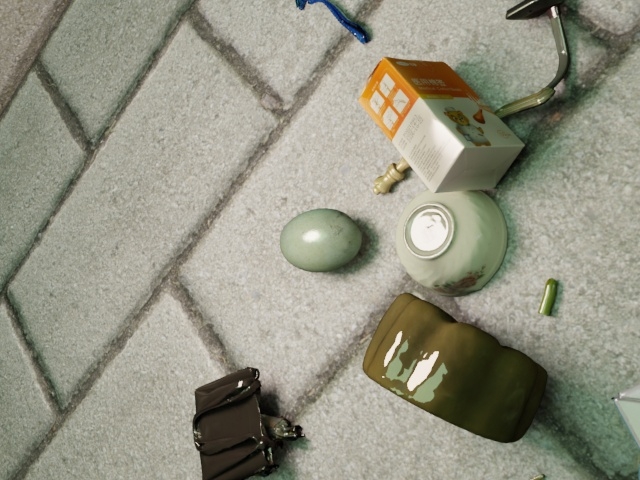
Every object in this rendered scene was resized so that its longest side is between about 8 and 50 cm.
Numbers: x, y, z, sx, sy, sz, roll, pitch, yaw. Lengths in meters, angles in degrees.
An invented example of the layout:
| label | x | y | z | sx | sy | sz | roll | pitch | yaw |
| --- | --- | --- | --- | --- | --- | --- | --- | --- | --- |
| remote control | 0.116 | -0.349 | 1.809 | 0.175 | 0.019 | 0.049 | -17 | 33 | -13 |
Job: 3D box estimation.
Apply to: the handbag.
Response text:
| label | x | y | z | sx | sy | sz | roll | pitch | yaw |
| --- | --- | --- | --- | --- | --- | --- | --- | --- | --- |
| handbag | -0.233 | 0.499 | 1.985 | 0.257 | 0.113 | 0.285 | -31 | 58 | 36 |

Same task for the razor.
| label | x | y | z | sx | sy | sz | roll | pitch | yaw |
| --- | --- | --- | --- | --- | --- | --- | --- | --- | --- |
| razor | 0.039 | -0.656 | 2.134 | 0.056 | 0.093 | 0.324 | -38 | 57 | -17 |

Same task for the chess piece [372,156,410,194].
| label | x | y | z | sx | sy | sz | roll | pitch | yaw |
| --- | --- | --- | --- | --- | --- | --- | --- | --- | --- |
| chess piece | 0.199 | -0.180 | 1.907 | 0.172 | 0.060 | 0.060 | -44 | 58 | 26 |

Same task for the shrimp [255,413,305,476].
| label | x | y | z | sx | sy | sz | roll | pitch | yaw |
| --- | --- | --- | --- | --- | --- | --- | --- | --- | --- |
| shrimp | -0.162 | 0.559 | 2.013 | 0.289 | 0.075 | 0.178 | 2 | 85 | 38 |

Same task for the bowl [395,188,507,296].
| label | x | y | z | sx | sy | sz | roll | pitch | yaw |
| --- | --- | --- | --- | --- | --- | --- | --- | --- | --- |
| bowl | 0.289 | -0.011 | 1.752 | 0.277 | 0.145 | 0.277 | -11 | 72 | 35 |

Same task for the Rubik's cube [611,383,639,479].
| label | x | y | z | sx | sy | sz | roll | pitch | yaw |
| --- | --- | --- | --- | --- | --- | --- | --- | --- | --- |
| Rubik's cube | 0.694 | 0.327 | 1.223 | 0.368 | 0.387 | 0.358 | 0 | 82 | 33 |

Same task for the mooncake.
| label | x | y | z | sx | sy | sz | roll | pitch | yaw |
| --- | --- | --- | --- | --- | --- | --- | --- | --- | --- |
| mooncake | 0.285 | 0.265 | 1.560 | 0.378 | 0.378 | 0.200 | 23 | 88 | 38 |

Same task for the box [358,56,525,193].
| label | x | y | z | sx | sy | sz | roll | pitch | yaw |
| --- | --- | --- | --- | --- | --- | --- | --- | --- | --- |
| box | 0.278 | -0.279 | 1.744 | 0.341 | 0.225 | 0.143 | 55 | 134 | 31 |

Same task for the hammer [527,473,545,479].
| label | x | y | z | sx | sy | sz | roll | pitch | yaw |
| --- | --- | --- | --- | --- | --- | --- | --- | --- | --- |
| hammer | 0.404 | 0.544 | 1.623 | 0.195 | 0.028 | 0.060 | -35 | 55 | 23 |

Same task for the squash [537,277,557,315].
| label | x | y | z | sx | sy | sz | roll | pitch | yaw |
| --- | --- | --- | --- | --- | --- | --- | --- | --- | --- |
| squash | 0.503 | 0.124 | 1.631 | 0.027 | 0.027 | 0.083 | 16 | 90 | 38 |

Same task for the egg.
| label | x | y | z | sx | sy | sz | roll | pitch | yaw |
| --- | --- | --- | --- | --- | --- | --- | --- | --- | --- |
| egg | 0.000 | 0.000 | 1.946 | 0.237 | 0.169 | 0.169 | -10 | 75 | 33 |

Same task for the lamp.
| label | x | y | z | sx | sy | sz | roll | pitch | yaw |
| --- | --- | --- | --- | --- | --- | --- | --- | --- | --- |
| lamp | 0.483 | -0.422 | 1.729 | 0.203 | 0.125 | 0.283 | -14 | 74 | 56 |
